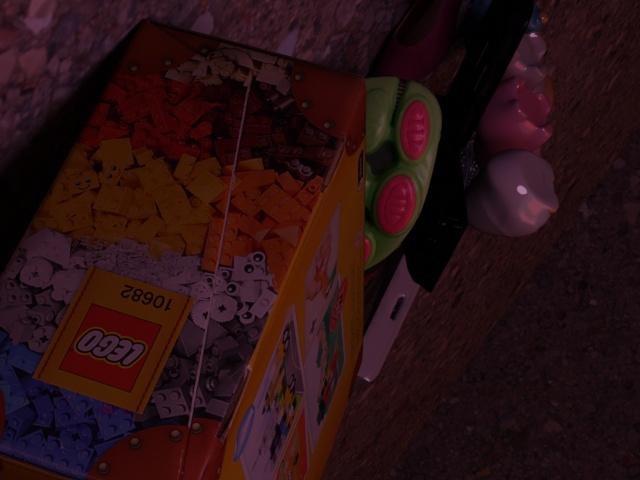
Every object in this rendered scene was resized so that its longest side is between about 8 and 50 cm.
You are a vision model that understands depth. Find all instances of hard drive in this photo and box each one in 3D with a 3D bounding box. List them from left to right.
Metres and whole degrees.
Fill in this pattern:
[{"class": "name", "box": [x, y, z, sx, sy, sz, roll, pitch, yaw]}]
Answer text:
[{"class": "hard drive", "box": [0.041, 0.123, 1.643, 0.203, 0.040, 0.307, -62, -172, -24]}]

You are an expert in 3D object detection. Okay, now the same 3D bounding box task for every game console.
[{"class": "game console", "box": [0.158, -0.127, 1.364, 0.213, 0.044, 0.361, -90, -164, -44]}]

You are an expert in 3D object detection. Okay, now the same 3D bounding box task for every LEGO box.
[{"class": "LEGO box", "box": [-0.106, 0.125, 1.075, 0.500, 0.193, 0.372, 88, 22, -58]}]

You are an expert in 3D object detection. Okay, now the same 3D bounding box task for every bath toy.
[{"class": "bath toy", "box": [0.219, -0.140, 1.484, 0.129, 0.151, 0.348, -28, -140, 37]}]

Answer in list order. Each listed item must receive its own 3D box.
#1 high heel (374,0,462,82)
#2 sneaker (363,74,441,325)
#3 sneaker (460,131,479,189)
[{"class": "high heel", "box": [0.113, -0.269, 1.346, 0.117, 0.082, 0.244, 26, 120, -37]}, {"class": "sneaker", "box": [0.000, 0.000, 1.420, 0.483, 0.185, 0.202, -64, 179, 35]}, {"class": "sneaker", "box": [0.263, -0.135, 1.836, 0.283, 0.122, 0.110, -34, 153, -47]}]
